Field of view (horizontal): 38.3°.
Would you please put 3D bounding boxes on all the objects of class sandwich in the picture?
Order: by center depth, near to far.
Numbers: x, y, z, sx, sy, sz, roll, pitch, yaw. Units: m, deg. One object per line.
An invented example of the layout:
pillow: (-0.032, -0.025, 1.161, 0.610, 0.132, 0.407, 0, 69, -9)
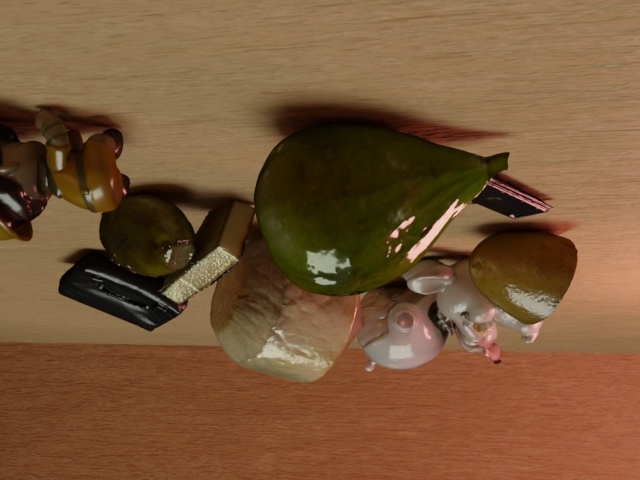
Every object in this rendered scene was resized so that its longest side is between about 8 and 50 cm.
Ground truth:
sandwich: (-0.193, 0.008, 1.619, 0.058, 0.163, 0.193, 36, 132, -22)

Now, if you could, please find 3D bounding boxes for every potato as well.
potato: (-0.300, -0.008, 1.577, 0.113, 0.150, 0.251, -29, -159, -28)
potato: (0.353, 0.050, 1.690, 0.158, 0.178, 0.203, 22, -172, -14)

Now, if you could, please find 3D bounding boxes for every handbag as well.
handbag: (-0.467, 0.118, 2.182, 0.275, 0.088, 0.244, 28, 153, -19)

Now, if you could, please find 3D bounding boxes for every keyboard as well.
keyboard: (0.271, -0.071, 1.432, 0.093, 0.025, 0.230, -10, 162, 38)

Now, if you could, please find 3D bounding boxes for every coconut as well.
coconut: (-0.048, 0.136, 1.822, 0.328, 0.329, 0.329, 3, 167, 1)

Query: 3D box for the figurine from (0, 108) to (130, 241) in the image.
figurine: (-0.391, -0.082, 1.217, 0.256, 0.167, 0.192, -1, 154, 5)

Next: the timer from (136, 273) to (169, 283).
timer: (-0.380, 0.098, 2.274, 0.140, 0.047, 0.128, -3, 165, 24)

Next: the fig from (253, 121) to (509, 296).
fig: (0.070, -0.032, 1.187, 0.313, 0.233, 0.233, 11, 168, 2)

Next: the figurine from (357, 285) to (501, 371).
figurine: (0.250, 0.207, 2.249, 0.361, 0.211, 0.253, -6, 165, 29)

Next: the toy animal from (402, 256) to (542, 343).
toy animal: (0.337, 0.110, 1.963, 0.325, 0.154, 0.208, 25, -173, -5)
